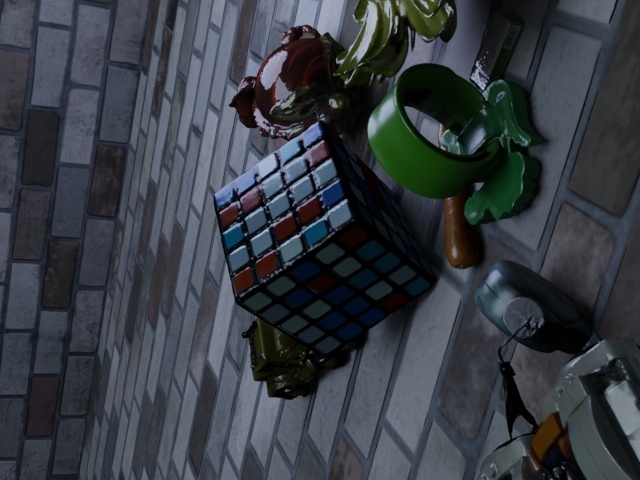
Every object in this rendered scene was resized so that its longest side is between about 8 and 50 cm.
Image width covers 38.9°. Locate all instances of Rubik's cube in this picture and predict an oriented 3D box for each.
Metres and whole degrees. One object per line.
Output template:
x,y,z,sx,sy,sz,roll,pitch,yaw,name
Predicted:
0.000,0.000,1.113,0.184,0.182,0.187,-36,46,16,Rubik's cube

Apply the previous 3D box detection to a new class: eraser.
0.192,-0.206,0.995,0.038,0.019,0.083,-120,40,-48,eraser

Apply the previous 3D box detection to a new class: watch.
0.136,-0.104,0.946,0.131,0.152,0.165,-47,44,50,watch

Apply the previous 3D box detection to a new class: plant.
0.080,-0.319,0.978,0.297,0.261,0.306,38,117,20,plant

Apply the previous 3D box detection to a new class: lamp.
-0.025,-0.231,1.308,0.223,0.215,0.151,29,152,30,lamp

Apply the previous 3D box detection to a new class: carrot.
0.156,-0.057,1.039,0.037,0.037,0.190,141,132,-58,carrot

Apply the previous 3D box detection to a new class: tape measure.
0.179,0.112,0.871,0.107,0.104,0.180,52,132,51,tape measure

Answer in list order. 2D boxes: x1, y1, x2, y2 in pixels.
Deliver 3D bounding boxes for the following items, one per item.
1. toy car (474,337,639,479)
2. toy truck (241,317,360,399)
0.220,0.227,0.761,0.301,0.118,0.193,118,144,-43,toy car
-0.040,0.139,1.329,0.257,0.127,0.127,123,141,-53,toy truck
